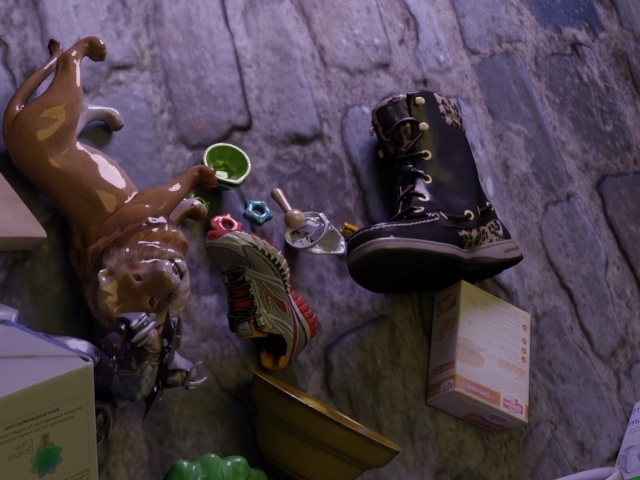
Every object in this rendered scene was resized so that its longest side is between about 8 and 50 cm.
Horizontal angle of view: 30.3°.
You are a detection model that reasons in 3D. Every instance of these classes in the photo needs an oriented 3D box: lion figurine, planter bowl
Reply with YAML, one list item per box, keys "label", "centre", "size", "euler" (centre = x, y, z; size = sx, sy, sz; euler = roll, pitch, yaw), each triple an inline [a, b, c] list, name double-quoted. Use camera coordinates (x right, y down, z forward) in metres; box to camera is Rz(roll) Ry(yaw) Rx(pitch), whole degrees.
- label: "lion figurine"
  centre: [-0.279, -0.068, 1.443]
  size: [0.392, 0.142, 0.240]
  euler: [45, 53, 9]
- label: "planter bowl"
  centre: [-0.011, 0.248, 1.460]
  size: [0.217, 0.217, 0.090]
  euler: [30, 85, -23]

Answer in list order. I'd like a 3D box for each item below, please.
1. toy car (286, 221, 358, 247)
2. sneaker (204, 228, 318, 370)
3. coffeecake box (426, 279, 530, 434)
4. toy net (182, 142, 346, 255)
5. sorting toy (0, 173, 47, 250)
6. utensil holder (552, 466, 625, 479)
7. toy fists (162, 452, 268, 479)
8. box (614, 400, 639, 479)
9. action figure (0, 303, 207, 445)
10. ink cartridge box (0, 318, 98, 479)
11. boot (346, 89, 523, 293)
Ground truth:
- label: "toy car"
  centre: [0.000, 0.000, 1.671]
  size: [0.122, 0.040, 0.060]
  euler: [13, 38, -31]
- label: "sneaker"
  centre: [-0.079, 0.075, 1.500]
  size: [0.225, 0.088, 0.092]
  euler: [58, 47, -31]
- label: "coffeecake box"
  centre: [0.236, 0.173, 1.748]
  size: [0.142, 0.068, 0.185]
  euler: [27, 52, -26]
- label: "toy net"
  centre: [-0.068, -0.038, 1.594]
  size: [0.232, 0.045, 0.122]
  euler: [27, 47, -2]
- label: "sorting toy"
  centre: [-0.460, -0.068, 1.247]
  size: [0.255, 0.089, 0.257]
  euler: [49, 17, 15]
- label: "utensil holder"
  centre: [0.284, 0.514, 1.427]
  size: [0.328, 0.327, 0.385]
  euler: [-13, 77, -42]
- label: "toy fists"
  centre: [-0.073, 0.346, 1.390]
  size: [0.279, 0.096, 0.142]
  euler: [29, 59, -26]
- label: "box"
  centre: [0.600, 0.405, 1.878]
  size: [0.262, 0.127, 0.231]
  euler: [43, 49, -11]
- label: "action figure"
  centre: [-0.263, 0.145, 1.306]
  size: [0.285, 0.185, 0.099]
  euler: [7, 29, -21]
- label: "ink cartridge box"
  centre: [-0.341, 0.301, 1.046]
  size: [0.270, 0.151, 0.395]
  euler: [-18, 116, -43]
- label: "boot"
  centre: [0.139, -0.076, 1.748]
  size: [0.377, 0.138, 0.284]
  euler: [-1, 67, -48]
